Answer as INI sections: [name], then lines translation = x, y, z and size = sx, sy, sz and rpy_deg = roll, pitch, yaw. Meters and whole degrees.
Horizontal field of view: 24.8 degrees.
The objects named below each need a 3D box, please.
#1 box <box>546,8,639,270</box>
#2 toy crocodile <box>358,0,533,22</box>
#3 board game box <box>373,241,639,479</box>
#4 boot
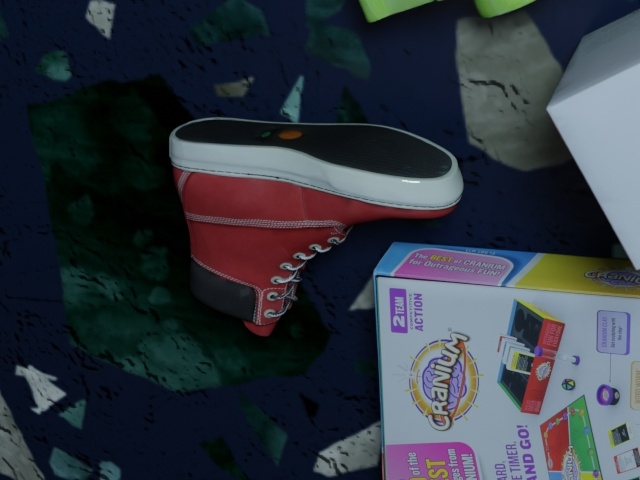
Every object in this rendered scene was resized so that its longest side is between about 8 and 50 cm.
[box]
translation = 0.234, -0.081, 0.984
size = 0.091, 0.170, 0.130
rpy_deg = -25, 103, 27
[toy crocodile]
translation = 0.169, -0.224, 0.979
size = 0.341, 0.105, 0.115
rpy_deg = -12, 109, 24
[board game box]
translation = 0.205, 0.131, 1.152
size = 0.317, 0.064, 0.242
rpy_deg = 5, 115, 17
[boot]
translation = 0.000, 0.000, 1.155
size = 0.244, 0.088, 0.176
rpy_deg = 7, 116, 25
